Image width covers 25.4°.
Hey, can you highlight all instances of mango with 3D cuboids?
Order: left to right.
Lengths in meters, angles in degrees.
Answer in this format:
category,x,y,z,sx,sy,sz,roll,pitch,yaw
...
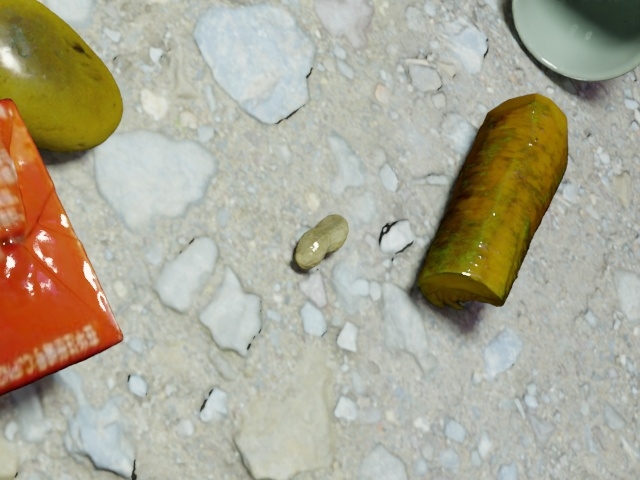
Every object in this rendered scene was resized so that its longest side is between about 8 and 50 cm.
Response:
category,x,y,z,sx,sy,sz,roll,pitch,yaw
mango,-0.258,-0.150,1.277,0.195,0.098,0.137,20,54,-37

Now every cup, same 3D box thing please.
category,x,y,z,sx,sy,sz,roll,pitch,yaw
cup,0.334,-0.355,1.830,0.258,0.186,0.234,26,41,6

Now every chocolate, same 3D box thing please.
category,x,y,z,sx,sy,sz,roll,pitch,yaw
chocolate,-0.315,0.027,1.141,0.237,0.108,0.234,-24,86,-45

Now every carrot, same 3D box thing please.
category,x,y,z,sx,sy,sz,roll,pitch,yaw
carrot,0.201,-0.041,1.594,0.114,0.114,0.302,41,52,-18

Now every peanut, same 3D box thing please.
category,x,y,z,sx,sy,sz,roll,pitch,yaw
peanut,0.000,0.000,1.462,0.083,0.037,0.037,-38,96,-37
